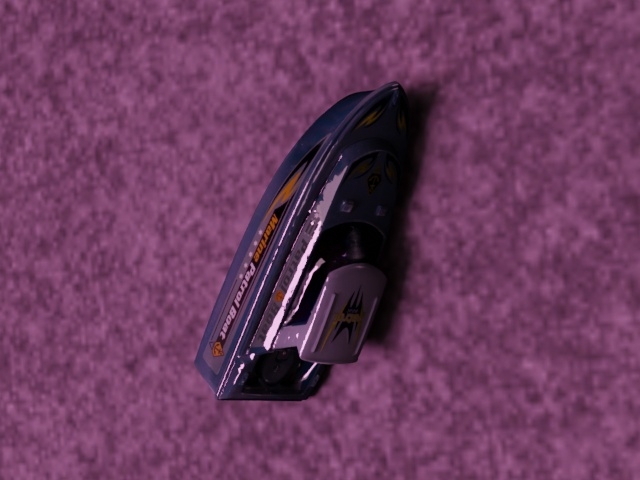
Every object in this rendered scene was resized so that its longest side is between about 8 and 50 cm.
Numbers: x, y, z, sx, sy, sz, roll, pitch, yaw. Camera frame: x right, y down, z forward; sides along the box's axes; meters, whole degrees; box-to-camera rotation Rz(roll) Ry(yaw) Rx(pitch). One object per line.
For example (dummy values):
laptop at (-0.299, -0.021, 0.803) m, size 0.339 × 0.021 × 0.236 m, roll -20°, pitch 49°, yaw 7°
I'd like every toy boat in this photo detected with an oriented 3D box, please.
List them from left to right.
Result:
toy boat at (0.000, 0.000, 0.787) m, size 0.060 × 0.055 × 0.141 m, roll 35°, pitch 108°, yaw 37°
